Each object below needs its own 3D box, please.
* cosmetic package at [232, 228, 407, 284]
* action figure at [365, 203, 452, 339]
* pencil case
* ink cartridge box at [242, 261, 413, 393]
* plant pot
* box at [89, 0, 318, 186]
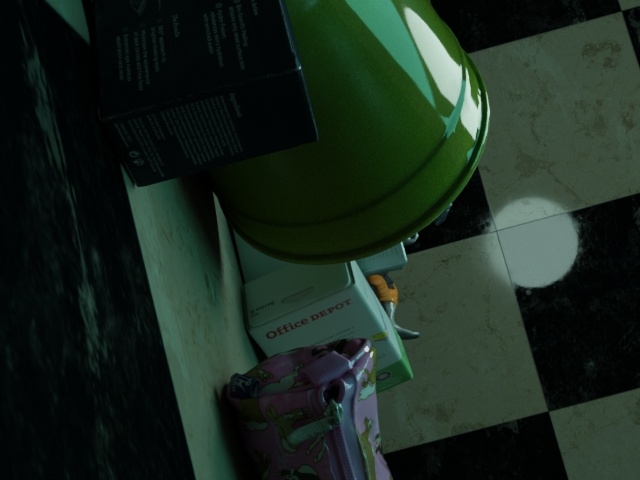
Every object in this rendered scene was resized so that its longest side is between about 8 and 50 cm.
[{"bbox_3d":[0.000,0.000,1.358,0.224,0.224,0.138,55,19,-85],"label":"cosmetic package"},{"bbox_3d":[0.071,0.014,1.550,0.341,0.178,0.330,-32,-117,54],"label":"action figure"},{"bbox_3d":[0.026,0.295,0.910,0.167,0.160,0.386,-19,95,-63],"label":"pencil case"},{"bbox_3d":[0.011,0.124,1.241,0.212,0.154,0.093,57,12,-41],"label":"ink cartridge box"},{"bbox_3d":[-0.032,-0.217,1.028,0.353,0.366,0.366,53,18,-51],"label":"plant pot"},{"bbox_3d":[-0.097,-0.145,0.760,0.093,0.158,0.156,72,4,-55],"label":"box"}]
